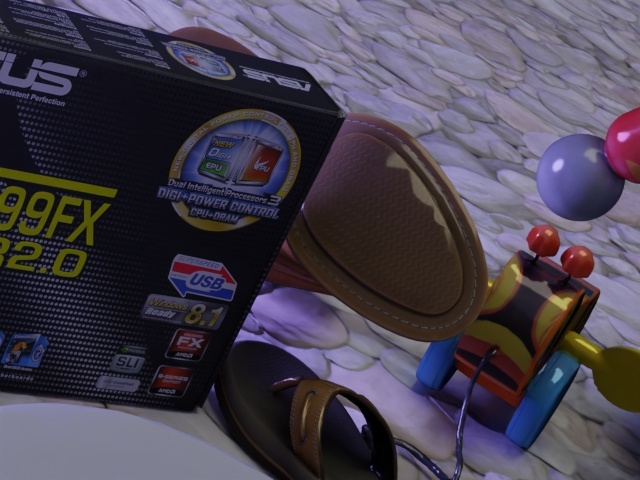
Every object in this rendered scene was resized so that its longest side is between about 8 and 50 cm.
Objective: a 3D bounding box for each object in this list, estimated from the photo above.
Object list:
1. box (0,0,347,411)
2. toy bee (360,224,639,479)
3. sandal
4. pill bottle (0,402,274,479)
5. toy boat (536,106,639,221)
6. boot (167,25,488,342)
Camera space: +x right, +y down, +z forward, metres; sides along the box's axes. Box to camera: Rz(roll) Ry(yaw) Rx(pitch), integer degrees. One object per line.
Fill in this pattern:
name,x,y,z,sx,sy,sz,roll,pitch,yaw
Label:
box,-0.147,-0.018,1.085,0.270,0.216,0.060,11,28,-35
toy bee,0.147,0.062,1.308,0.195,0.162,0.298,25,22,-8
sandal,0.008,0.123,1.152,0.090,0.060,0.219,13,26,-31
pill bottle,-0.105,0.205,0.513,0.176,0.319,0.176,23,23,-11
toy boat,0.284,0.049,1.457,0.267,0.148,0.318,-17,80,-61
boot,0.000,0.000,1.279,0.283,0.109,0.220,34,-18,21
